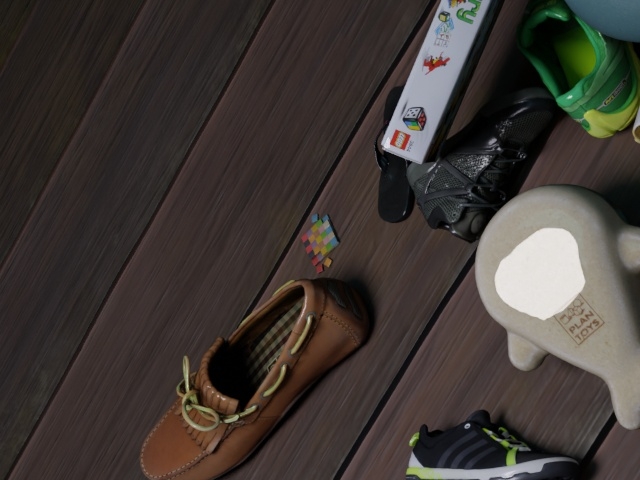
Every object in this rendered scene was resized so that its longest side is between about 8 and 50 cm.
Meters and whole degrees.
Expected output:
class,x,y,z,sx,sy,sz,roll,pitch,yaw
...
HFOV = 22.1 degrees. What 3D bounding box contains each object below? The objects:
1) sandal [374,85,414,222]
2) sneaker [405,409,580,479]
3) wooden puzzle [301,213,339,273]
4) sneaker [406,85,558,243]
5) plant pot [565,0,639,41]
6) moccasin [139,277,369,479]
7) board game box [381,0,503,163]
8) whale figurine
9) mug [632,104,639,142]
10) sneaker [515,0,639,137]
class,x,y,z,sx,sy,sz,roll,pitch,yaw
sandal,0.094,-0.112,2.043,0.067,0.040,0.179,-9,69,44
sneaker,0.180,0.231,1.796,0.235,0.084,0.097,-10,67,43
wooden puzzle,0.000,0.000,2.123,0.049,0.006,0.083,-44,48,25
sneaker,0.200,-0.079,1.894,0.227,0.087,0.130,-37,53,34
plant pot,0.349,-0.320,1.723,0.195,0.290,0.290,114,152,-59
moccasin,-0.107,0.182,2.060,0.380,0.147,0.139,-39,51,29
board game box,0.157,-0.233,1.803,0.053,0.193,0.305,24,97,6
whale figurine,0.290,0.065,1.735,0.216,0.141,0.272,-46,72,24
mug,0.360,-0.139,1.742,0.078,0.062,0.064,-8,61,37
sneaker,0.282,-0.257,1.844,0.109,0.123,0.295,-36,52,32
